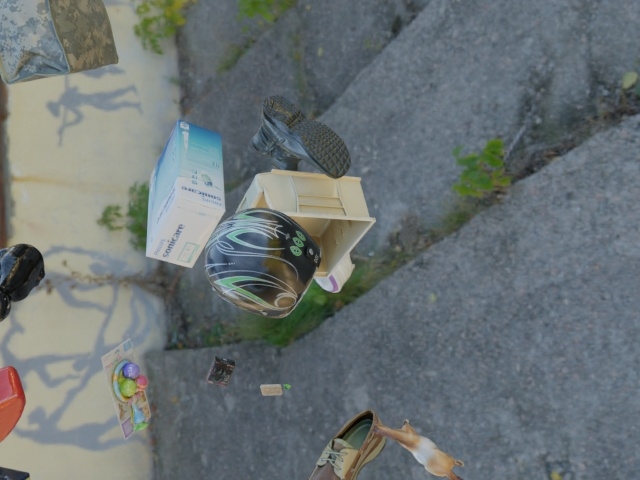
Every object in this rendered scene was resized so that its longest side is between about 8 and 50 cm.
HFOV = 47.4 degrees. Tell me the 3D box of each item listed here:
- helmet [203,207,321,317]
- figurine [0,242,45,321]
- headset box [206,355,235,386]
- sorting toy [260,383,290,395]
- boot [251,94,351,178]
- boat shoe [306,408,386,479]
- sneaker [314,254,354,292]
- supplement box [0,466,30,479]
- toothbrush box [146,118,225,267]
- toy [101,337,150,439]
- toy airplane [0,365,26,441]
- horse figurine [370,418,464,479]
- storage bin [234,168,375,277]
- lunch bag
[{"bbox_3d":[-0.098,0.028,1.140,0.169,0.161,0.169,-56,15,22],"label":"helmet"},{"bbox_3d":[-0.628,0.084,1.292,0.209,0.214,0.092,-95,7,-66],"label":"figurine"},{"bbox_3d":[-0.290,0.383,2.111,0.032,0.062,0.083,-116,48,-67],"label":"headset box"},{"bbox_3d":[-0.122,0.411,2.018,0.062,0.083,0.012,86,-178,-55],"label":"sorting toy"},{"bbox_3d":[-0.042,-0.193,1.587,0.246,0.083,0.161,43,150,14],"label":"boot"},{"bbox_3d":[0.051,0.563,1.895,0.122,0.324,0.120,15,132,34],"label":"boat shoe"},{"bbox_3d":[0.000,0.000,2.170,0.114,0.152,0.305,-6,118,47],"label":"sneaker"},{"bbox_3d":[-0.613,0.499,1.429,0.083,0.056,0.083,2,106,25],"label":"supplement box"},{"bbox_3d":[-0.336,-0.117,1.805,0.216,0.126,0.296,-55,30,35],"label":"toothbrush box"},{"bbox_3d":[-0.502,0.396,1.960,0.056,0.137,0.237,-5,103,19],"label":"toy"},{"bbox_3d":[-0.670,0.370,1.150,0.384,0.272,0.386,4,63,18],"label":"toy airplane"},{"bbox_3d":[0.260,0.518,1.787,0.263,0.174,0.066,37,93,22],"label":"horse figurine"},{"bbox_3d":[-0.056,-0.032,1.672,0.262,0.260,0.123,127,138,-51],"label":"storage bin"},{"bbox_3d":[-0.546,-0.471,1.443,0.235,0.168,0.287,-65,-34,-69],"label":"lunch bag"}]
